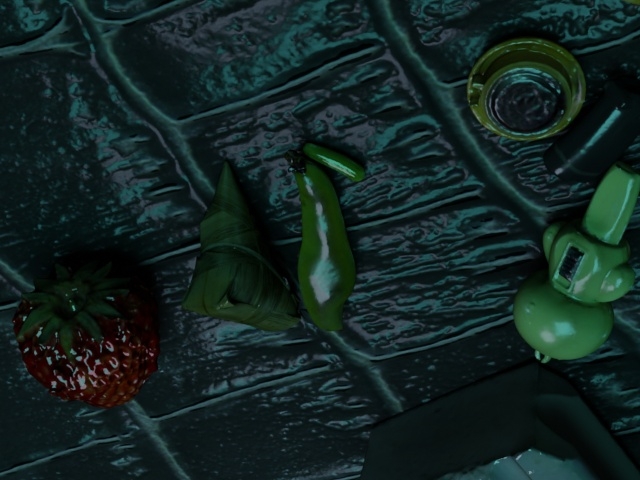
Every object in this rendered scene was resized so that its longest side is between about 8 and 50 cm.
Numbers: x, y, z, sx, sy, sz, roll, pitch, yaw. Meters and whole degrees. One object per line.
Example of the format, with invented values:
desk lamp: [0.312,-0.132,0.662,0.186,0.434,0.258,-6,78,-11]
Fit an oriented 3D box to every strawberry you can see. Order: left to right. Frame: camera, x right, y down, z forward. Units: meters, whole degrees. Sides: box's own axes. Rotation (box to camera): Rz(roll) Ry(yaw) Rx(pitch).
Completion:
strawberry: [-0.308,0.151,1.773,0.205,0.205,0.244,-4,140,12]

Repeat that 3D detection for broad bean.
broad bean: [-0.001,-0.005,1.683,0.075,0.067,0.325,-26,126,-22]

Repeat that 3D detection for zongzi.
zongzi: [-0.089,0.015,1.719,0.094,0.204,0.205,-4,165,33]

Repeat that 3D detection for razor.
razor: [0.343,-0.132,1.525,0.090,0.054,0.148,1,139,-44]

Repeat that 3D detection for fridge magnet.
fridge magnet: [0.247,-0.178,1.512,0.143,0.063,0.143,5,128,7]

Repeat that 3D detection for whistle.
whistle: [0.349,0.036,1.635,0.141,0.141,0.294,25,108,-9]

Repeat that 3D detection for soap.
soap: [0.303,0.421,1.849,0.350,0.213,0.435,-31,116,25]

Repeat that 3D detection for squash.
squash: [0.018,-0.103,1.627,0.089,0.027,0.027,25,126,-9]

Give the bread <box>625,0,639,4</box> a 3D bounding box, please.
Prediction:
bread: [0.326,-0.377,1.313,0.246,0.111,0.239,18,119,-8]
